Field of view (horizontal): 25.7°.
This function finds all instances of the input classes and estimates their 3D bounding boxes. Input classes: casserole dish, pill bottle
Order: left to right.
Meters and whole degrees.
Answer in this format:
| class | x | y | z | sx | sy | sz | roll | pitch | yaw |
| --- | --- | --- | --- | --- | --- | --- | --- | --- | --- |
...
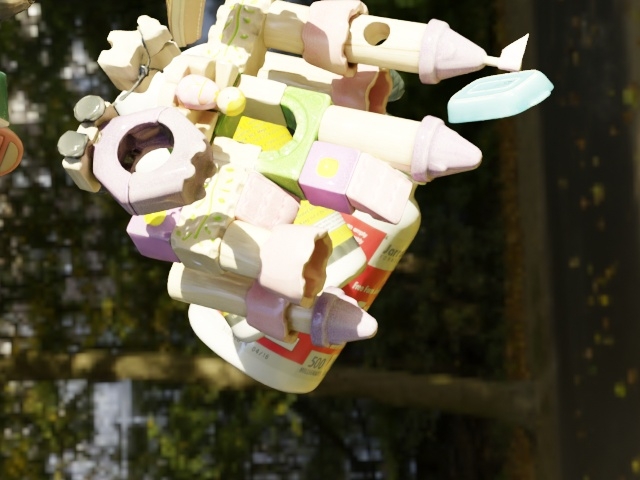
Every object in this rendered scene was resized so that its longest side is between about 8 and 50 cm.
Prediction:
| class | x | y | z | sx | sy | sz | roll | pitch | yaw |
| --- | --- | --- | --- | --- | --- | --- | --- | --- | --- |
| pill bottle | -0.103 | -0.060 | 1.695 | 0.334 | 0.188 | 0.188 | 59 | -177 | 1 |
| pill bottle | 0.000 | 0.000 | 2.042 | 0.408 | 0.229 | 0.229 | -58 | 4 | 11 |
| casserole dish | 0.274 | -0.226 | 2.177 | 0.114 | 0.188 | 0.037 | -37 | -68 | -33 |

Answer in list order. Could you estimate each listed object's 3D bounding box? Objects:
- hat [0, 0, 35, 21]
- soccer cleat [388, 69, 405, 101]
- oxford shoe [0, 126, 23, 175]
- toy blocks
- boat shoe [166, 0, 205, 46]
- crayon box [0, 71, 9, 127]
| class | x | y | z | sx | sy | sz | roll | pitch | yaw |
| --- | --- | --- | --- | --- | --- | --- | --- | --- | --- |
| hat | -0.426 | -0.351 | 1.765 | 0.331 | 0.133 | 0.331 | 172 | 90 | -86 |
| soccer cleat | 0.051 | -0.242 | 1.989 | 0.060 | 0.179 | 0.072 | -52 | 28 | 15 |
| oxford shoe | -0.665 | -0.207 | 2.221 | 0.140 | 0.397 | 0.146 | -59 | 28 | 29 |
| toy blocks | 0.002 | -0.081 | 1.132 | 0.309 | 0.260 | 0.289 | 64 | -136 | -62 |
| boat shoe | -0.153 | -0.404 | 1.898 | 0.341 | 0.110 | 0.122 | 102 | 162 | -46 |
| crayon box | -0.591 | -0.213 | 1.876 | 0.323 | 0.203 | 0.083 | 28 | -127 | -67 |
